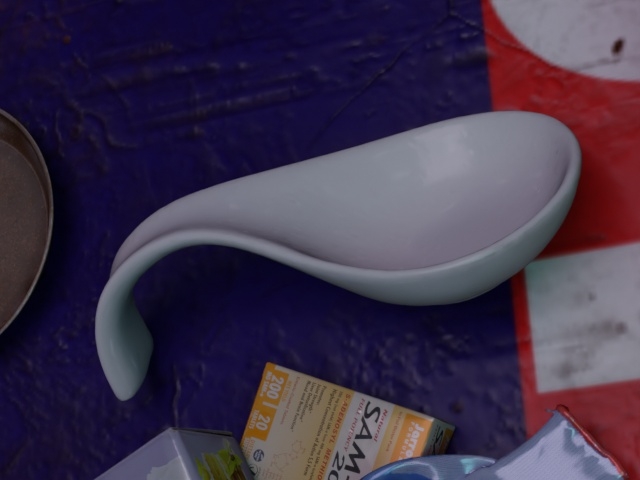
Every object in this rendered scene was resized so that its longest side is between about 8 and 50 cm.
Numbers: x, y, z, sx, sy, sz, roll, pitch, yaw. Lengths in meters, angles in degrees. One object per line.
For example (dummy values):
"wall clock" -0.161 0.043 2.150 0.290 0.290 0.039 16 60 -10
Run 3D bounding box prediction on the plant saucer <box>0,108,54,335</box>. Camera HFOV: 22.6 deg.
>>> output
"plant saucer" -0.224 -0.001 0.949 0.168 0.029 0.169 -7 72 22

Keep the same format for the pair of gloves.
"pair of gloves" 0.098 0.174 0.742 0.159 0.023 0.198 -39 75 2

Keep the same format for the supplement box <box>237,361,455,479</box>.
"supplement box" 0.011 0.106 0.812 0.098 0.036 0.062 15 83 26

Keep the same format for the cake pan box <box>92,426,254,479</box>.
"cake pan box" -0.107 0.260 0.787 0.267 0.070 0.246 -34 64 20

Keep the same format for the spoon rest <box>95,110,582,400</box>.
"spoon rest" 0.000 0.000 0.810 0.276 0.084 0.137 -21 30 19
